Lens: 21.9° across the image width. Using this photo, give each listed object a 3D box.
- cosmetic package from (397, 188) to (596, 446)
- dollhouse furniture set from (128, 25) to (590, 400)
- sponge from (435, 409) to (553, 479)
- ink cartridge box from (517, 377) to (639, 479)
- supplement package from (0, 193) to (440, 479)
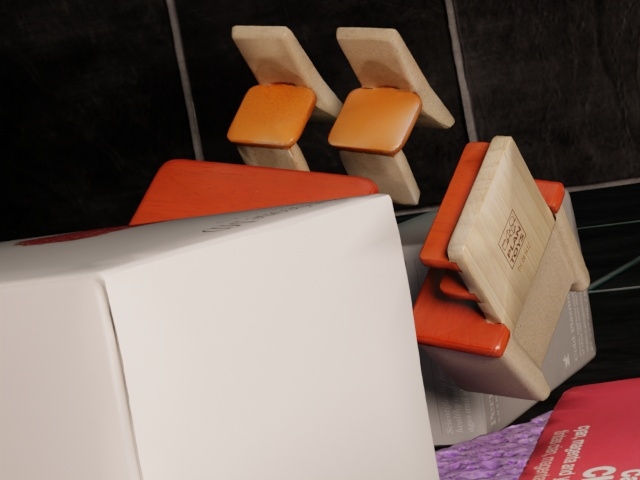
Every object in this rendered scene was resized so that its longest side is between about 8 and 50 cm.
[{"bbox_3d":[0.092,0.046,1.062,0.107,0.127,0.238,-8,7,23],"label":"cosmetic package"},{"bbox_3d":[0.000,0.000,0.883,0.259,0.262,0.135,6,-30,33],"label":"dollhouse furniture set"},{"bbox_3d":[0.103,0.115,0.796,0.210,0.031,0.117,-13,6,-35],"label":"sponge"},{"bbox_3d":[0.144,0.096,0.369,0.176,0.128,0.127,-9,5,16],"label":"ink cartridge box"},{"bbox_3d":[-0.118,0.089,0.701,0.293,0.175,0.177,-6,6,38],"label":"supplement package"}]
